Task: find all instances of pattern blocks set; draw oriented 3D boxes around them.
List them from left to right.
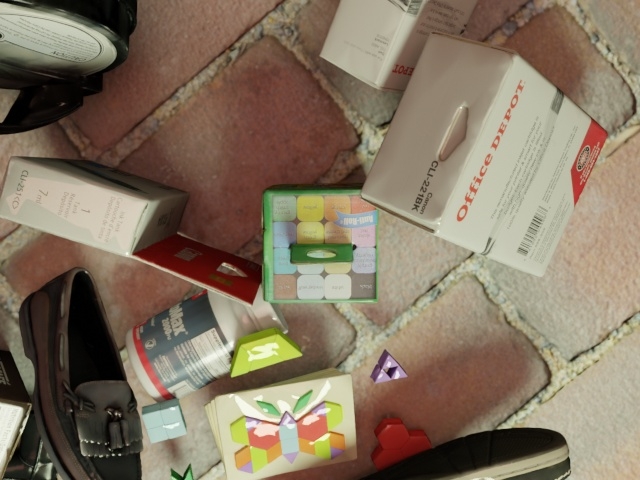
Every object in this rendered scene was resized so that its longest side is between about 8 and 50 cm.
[{"bbox_3d":[-0.041,0.235,1.036,0.325,0.026,0.285,-22,117,-1],"label":"pattern blocks set"}]

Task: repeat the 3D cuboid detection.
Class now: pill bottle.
[{"bbox_3d":[-0.138,0.118,1.036,0.180,0.108,0.107,-27,95,1],"label":"pill bottle"}]

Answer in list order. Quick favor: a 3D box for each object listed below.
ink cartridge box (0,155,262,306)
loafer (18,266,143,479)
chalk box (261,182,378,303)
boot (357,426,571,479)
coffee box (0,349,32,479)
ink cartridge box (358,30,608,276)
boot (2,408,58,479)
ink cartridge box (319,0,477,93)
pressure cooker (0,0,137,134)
[{"bbox_3d":[-0.180,-0.021,0.930,0.261,0.296,0.066,19,94,-3],"label":"ink cartridge box"},{"bbox_3d":[-0.272,0.165,0.976,0.095,0.109,0.302,-42,59,22],"label":"loafer"},{"bbox_3d":[0.000,0.000,0.975,0.133,0.213,0.131,0,95,-1],"label":"chalk box"},{"bbox_3d":[0.161,0.410,1.016,0.378,0.138,0.284,-23,89,3],"label":"boot"},{"bbox_3d":[-0.503,0.176,0.947,0.297,0.168,0.118,19,95,-33],"label":"coffee box"},{"bbox_3d":[0.191,-0.087,0.940,0.114,0.273,0.196,27,95,38],"label":"ink cartridge box"},{"bbox_3d":[-0.382,0.265,1.077,0.121,0.045,0.099,15,97,-9],"label":"boot"},{"bbox_3d":[0.108,-0.284,0.949,0.093,0.160,0.219,32,110,26],"label":"ink cartridge box"},{"bbox_3d":[-0.367,-0.319,0.854,0.370,0.375,0.420,1,86,-23],"label":"pressure cooker"}]
